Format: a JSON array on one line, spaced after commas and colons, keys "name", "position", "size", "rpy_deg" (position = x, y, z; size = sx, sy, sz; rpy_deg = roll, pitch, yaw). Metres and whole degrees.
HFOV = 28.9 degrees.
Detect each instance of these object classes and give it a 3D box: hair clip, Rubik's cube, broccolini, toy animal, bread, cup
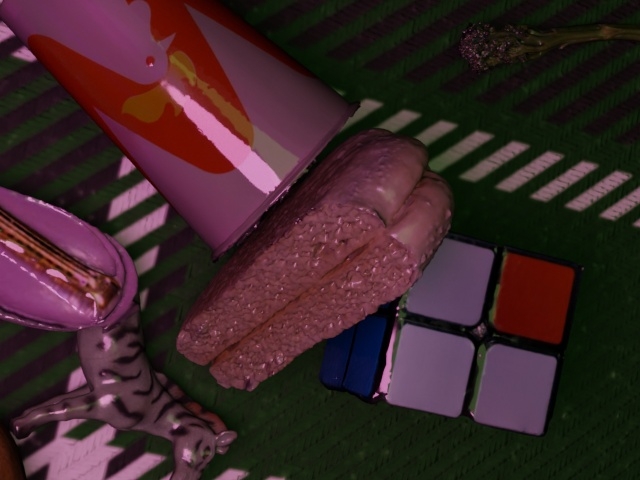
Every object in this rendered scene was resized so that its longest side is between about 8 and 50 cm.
[{"name": "hair clip", "position": [-0.313, -0.031, 1.057], "size": [0.358, 0.110, 0.095], "rpy_deg": [40, 107, -5]}, {"name": "Rubik's cube", "position": [0.118, 0.082, 1.173], "size": [0.180, 0.183, 0.167], "rpy_deg": [14, 87, -15]}, {"name": "broccolini", "position": [0.251, -0.206, 1.291], "size": [0.239, 0.051, 0.054], "rpy_deg": [-7, 86, -24]}, {"name": "toy animal", "position": [-0.206, 0.129, 1.126], "size": [0.170, 0.090, 0.255], "rpy_deg": [-32, 102, -22]}, {"name": "bread", "position": [0.003, 0.005, 1.064], "size": [0.102, 0.337, 0.183], "rpy_deg": [42, 50, -9]}, {"name": "cup", "position": [-0.133, -0.146, 1.104], "size": [0.288, 0.203, 0.203], "rpy_deg": [43, 78, -5]}]

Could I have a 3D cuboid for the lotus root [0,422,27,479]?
[{"name": "lotus root", "position": [-0.330, 0.244, 1.054], "size": [0.169, 0.141, 0.314], "rpy_deg": [-4, 91, -14]}]
